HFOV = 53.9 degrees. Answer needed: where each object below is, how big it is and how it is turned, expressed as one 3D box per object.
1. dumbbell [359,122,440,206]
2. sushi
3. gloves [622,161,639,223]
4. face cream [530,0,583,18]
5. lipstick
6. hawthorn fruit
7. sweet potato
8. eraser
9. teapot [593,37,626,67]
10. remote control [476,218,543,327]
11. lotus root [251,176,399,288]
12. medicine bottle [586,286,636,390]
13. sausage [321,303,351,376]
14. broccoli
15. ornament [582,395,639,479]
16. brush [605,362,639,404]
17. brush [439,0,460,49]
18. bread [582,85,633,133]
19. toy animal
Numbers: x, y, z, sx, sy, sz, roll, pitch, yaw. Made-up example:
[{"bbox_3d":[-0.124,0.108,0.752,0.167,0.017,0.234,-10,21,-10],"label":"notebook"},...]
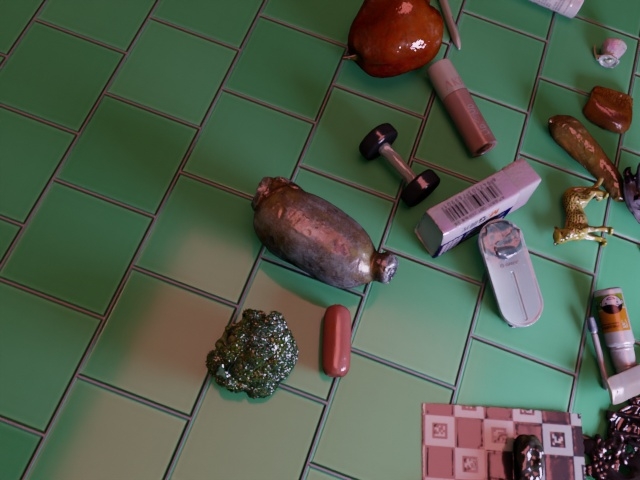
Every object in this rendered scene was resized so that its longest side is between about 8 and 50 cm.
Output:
[{"bbox_3d":[0.185,-0.178,1.478,0.100,0.100,0.191,-35,77,-18],"label":"dumbbell"},{"bbox_3d":[0.376,0.509,1.245,0.343,0.064,0.359,5,68,-2],"label":"sushi"},{"bbox_3d":[0.821,-0.065,1.499,0.285,0.119,0.142,54,39,-2],"label":"gloves"},{"bbox_3d":[0.594,-0.705,1.743,0.269,0.082,0.082,26,68,3],"label":"face cream"},{"bbox_3d":[0.351,-0.333,1.574,0.070,0.070,0.254,-20,73,-14],"label":"lipstick"},{"bbox_3d":[0.169,-0.505,1.554,0.261,0.224,0.224,-35,76,3],"label":"hawthorn fruit"},{"bbox_3d":[0.671,-0.209,1.568,0.075,0.075,0.273,-35,81,-18],"label":"sweet potato"},{"bbox_3d":[0.362,-0.076,1.446,0.287,0.130,0.086,-28,71,-15],"label":"eraser"},{"bbox_3d":[0.779,-0.508,1.706,0.083,0.064,0.064,17,72,34],"label":"teapot"},{"bbox_3d":[0.423,0.072,1.414,0.104,0.052,0.247,-14,84,-5],"label":"remote control"},{"bbox_3d":[-0.001,0.002,1.347,0.350,0.175,0.175,33,69,6],"label":"lotus root"},{"bbox_3d":[0.649,0.219,1.403,0.092,0.061,0.220,-9,76,2],"label":"medicine bottle"},{"bbox_3d":[0.034,0.210,1.328,0.062,0.062,0.154,5,68,-5],"label":"sausage"},{"bbox_3d":[-0.134,0.226,1.258,0.156,0.195,0.195,4,64,32],"label":"broccoli"},{"bbox_3d":[0.690,0.430,1.309,0.260,0.106,0.251,11,63,27],"label":"ornament"},{"bbox_3d":[0.756,0.281,1.369,0.321,0.050,0.060,-14,90,-21],"label":"brush"},{"bbox_3d":[0.334,-0.646,1.717,0.042,0.039,0.299,-10,74,-7],"label":"brush"},{"bbox_3d":[0.760,-0.351,1.648,0.129,0.044,0.126,22,67,5],"label":"bread"},{"bbox_3d":[0.619,-0.071,1.507,0.136,0.073,0.181,3,72,2],"label":"toy animal"}]
